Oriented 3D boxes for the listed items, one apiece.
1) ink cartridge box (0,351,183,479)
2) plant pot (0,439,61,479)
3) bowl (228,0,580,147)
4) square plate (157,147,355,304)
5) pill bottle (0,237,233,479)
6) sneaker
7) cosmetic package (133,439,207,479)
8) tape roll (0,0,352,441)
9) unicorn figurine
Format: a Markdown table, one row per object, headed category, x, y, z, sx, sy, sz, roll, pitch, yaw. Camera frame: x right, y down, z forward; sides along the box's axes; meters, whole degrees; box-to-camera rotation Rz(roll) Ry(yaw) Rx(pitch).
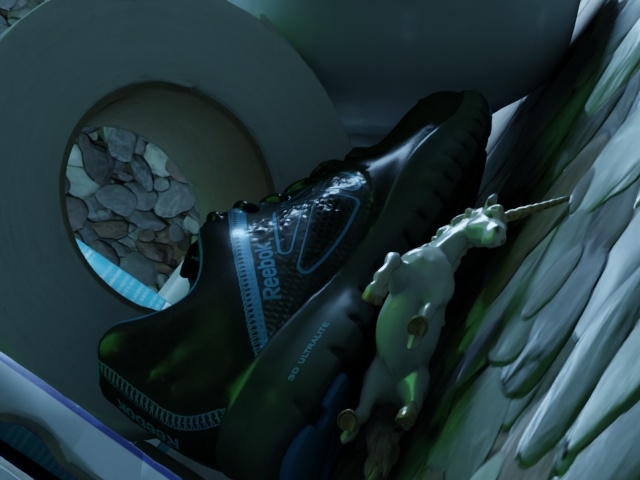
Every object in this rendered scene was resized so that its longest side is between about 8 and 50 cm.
| category | x | y | z | sx | sy | sz | roll | pitch | yaw |
| --- | --- | --- | --- | --- | --- | --- | --- | --- | --- |
| ink cartridge box | -0.142 | 0.142 | 0.473 | 0.071 | 0.324 | 0.330 | -52 | 6 | 22 |
| plant pot | -0.253 | 0.284 | 1.252 | 0.212 | 0.236 | 0.236 | -51 | 1 | -42 |
| bowl | 0.051 | -0.141 | 1.161 | 0.298 | 0.298 | 0.134 | -82 | -8 | -79 |
| square plate | -0.026 | -0.020 | 1.487 | 0.347 | 0.049 | 0.344 | -51 | -12 | 34 |
| pill bottle | -0.145 | 0.105 | 1.128 | 0.146 | 0.264 | 0.146 | -54 | 5 | 7 |
| sneaker | 0.000 | 0.000 | 0.941 | 0.341 | 0.139 | 0.125 | -51 | -24 | -47 |
| cosmetic package | -0.105 | 0.225 | 0.833 | 0.160 | 0.113 | 0.309 | -55 | 5 | 4 |
| tape roll | -0.113 | -0.017 | 1.011 | 0.100 | 0.286 | 0.286 | -19 | 34 | 56 |
| unicorn figurine | 0.052 | 0.040 | 0.821 | 0.162 | 0.060 | 0.111 | -60 | -8 | 21 |
